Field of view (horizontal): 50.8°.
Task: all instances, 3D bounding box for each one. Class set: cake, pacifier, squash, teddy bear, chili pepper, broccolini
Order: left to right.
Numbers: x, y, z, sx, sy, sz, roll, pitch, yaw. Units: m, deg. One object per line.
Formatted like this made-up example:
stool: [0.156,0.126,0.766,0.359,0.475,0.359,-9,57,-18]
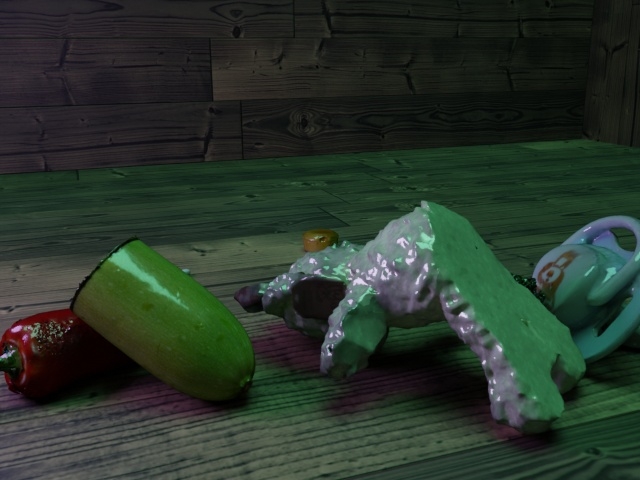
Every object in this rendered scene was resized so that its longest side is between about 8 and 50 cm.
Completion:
chili pepper: [-0.320,0.140,0.941,0.110,0.110,0.388,13,17,40]
squash: [-0.189,0.117,0.875,0.247,0.132,0.132,38,23,5]
cake: [0.000,0.000,1.533,0.084,0.044,0.084,-1,13,0]
teddy bear: [0.098,0.132,0.944,0.362,0.375,0.327,-41,-11,33]
broccolini: [0.243,0.095,1.067,0.058,0.071,0.254,-5,-9,-33]
pacifier: [0.438,0.093,1.008,0.207,0.227,0.279,38,11,-11]

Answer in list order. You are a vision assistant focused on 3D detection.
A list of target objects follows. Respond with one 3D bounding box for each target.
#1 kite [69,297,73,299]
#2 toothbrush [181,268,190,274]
kite: [-0.384,0.131,1.011,0.183,0.010,0.160,-28,-18,12]
toothbrush: [-0.338,0.092,1.244,0.021,0.024,0.288,6,16,28]
